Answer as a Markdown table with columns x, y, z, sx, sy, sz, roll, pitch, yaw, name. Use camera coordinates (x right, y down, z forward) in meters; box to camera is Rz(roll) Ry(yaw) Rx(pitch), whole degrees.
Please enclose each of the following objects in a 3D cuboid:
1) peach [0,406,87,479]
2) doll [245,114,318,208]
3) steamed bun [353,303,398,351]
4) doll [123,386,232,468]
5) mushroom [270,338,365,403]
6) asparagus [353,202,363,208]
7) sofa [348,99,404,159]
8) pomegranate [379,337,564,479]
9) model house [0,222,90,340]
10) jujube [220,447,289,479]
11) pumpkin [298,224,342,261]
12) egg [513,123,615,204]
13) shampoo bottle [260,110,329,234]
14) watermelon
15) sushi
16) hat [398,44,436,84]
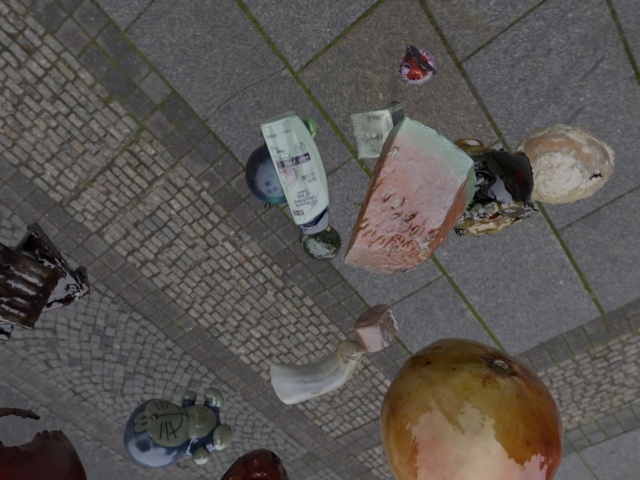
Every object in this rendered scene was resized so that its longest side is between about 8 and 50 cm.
| x | y | z | sx | sy | sz | roll | pitch | yaw | name |
| --- | --- | --- | --- | --- | --- | --- | --- | --- | --- |
| -0.542 | 0.452 | 0.594 | 0.336 | 0.309 | 0.405 | -19 | 156 | -16 | peach |
| -0.139 | -0.255 | 1.298 | 0.186 | 0.199 | 0.321 | -2 | 110 | -44 | doll |
| 0.220 | 0.333 | 1.514 | 0.107 | 0.175 | 0.144 | -5 | 115 | 52 | steamed bun |
| -0.385 | 0.505 | 1.081 | 0.259 | 0.228 | 0.153 | 20 | 111 | -36 | doll |
| 0.001 | 0.516 | 1.577 | 0.398 | 0.126 | 0.177 | -22 | 92 | 13 | mushroom |
| 0.201 | -0.156 | 1.869 | 0.045 | 0.178 | 0.041 | -18 | 74 | 21 | asparagus |
| 0.247 | -0.457 | 1.668 | 0.176 | 0.225 | 0.209 | -1 | 116 | 28 | sofa |
| 0.204 | 0.285 | 0.585 | 0.229 | 0.252 | 0.270 | 26 | 107 | 26 | pomegranate |
| -0.319 | 0.049 | 0.380 | 0.164 | 0.203 | 0.140 | 27 | 83 | -22 | model house |
| -0.159 | 0.585 | 0.873 | 0.174 | 0.250 | 0.173 | 10 | 123 | 16 | jujube |
| -0.001 | -0.001 | 1.661 | 0.190 | 0.190 | 0.146 | 42 | 124 | -19 | pumpkin |
| 0.783 | -0.245 | 1.323 | 0.311 | 0.279 | 0.278 | 8 | 118 | -4 | egg |
| -0.053 | -0.189 | 1.175 | 0.134 | 0.078 | 0.359 | -18 | 118 | 1 | shampoo bottle |
| 0.142 | -0.044 | 0.671 | 0.193 | 0.140 | 0.256 | 33 | 96 | -5 | watermelon |
| 0.320 | -0.118 | 0.832 | 0.214 | 0.203 | 0.200 | -17 | 159 | 33 | sushi |
| 0.314 | -0.607 | 1.382 | 0.129 | 0.227 | 0.140 | -14 | 103 | 32 | hat |
